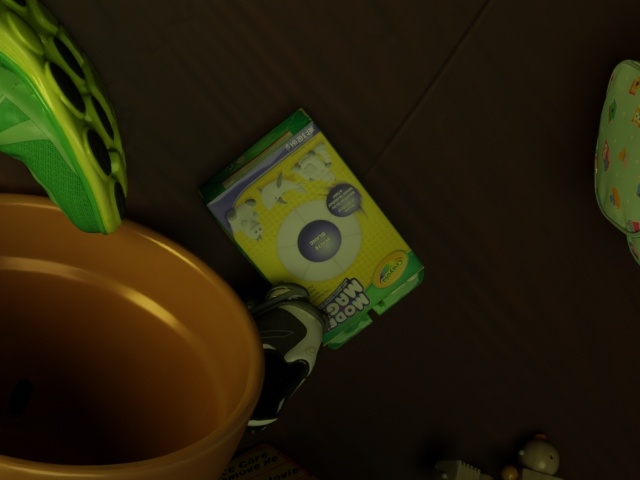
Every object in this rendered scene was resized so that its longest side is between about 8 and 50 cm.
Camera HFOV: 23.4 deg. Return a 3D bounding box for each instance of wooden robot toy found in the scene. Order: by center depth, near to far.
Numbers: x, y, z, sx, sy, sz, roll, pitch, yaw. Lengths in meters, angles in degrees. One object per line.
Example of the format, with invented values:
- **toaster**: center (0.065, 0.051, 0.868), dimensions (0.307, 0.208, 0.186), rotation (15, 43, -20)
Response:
- **wooden robot toy**: center (0.170, 0.202, 1.313), dimensions (0.173, 0.076, 0.079), rotation (19, 68, -22)

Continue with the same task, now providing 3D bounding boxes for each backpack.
- **backpack**: center (0.293, -0.052, 1.183), dimensions (0.144, 0.166, 0.188), rotation (-5, 108, -13)

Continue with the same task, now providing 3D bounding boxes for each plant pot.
- **plant pot**: center (-0.204, 0.130, 1.062), dimensions (0.290, 0.291, 0.204), rotation (8, 124, -19)

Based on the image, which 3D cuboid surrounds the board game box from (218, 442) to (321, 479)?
- **board game box**: center (-0.063, 0.428, 1.110), dimensions (0.356, 0.356, 0.357), rotation (-24, 117, -25)

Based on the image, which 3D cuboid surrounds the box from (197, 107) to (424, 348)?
- **box**: center (0.000, 0.000, 1.186), dimensions (0.105, 0.043, 0.179), rotation (-39, 117, 1)

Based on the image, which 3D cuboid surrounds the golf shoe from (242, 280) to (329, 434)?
- **golf shoe**: center (-0.078, 0.113, 1.162), dimensions (0.077, 0.094, 0.198), rotation (39, 115, -24)

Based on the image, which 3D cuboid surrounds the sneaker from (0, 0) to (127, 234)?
- **sneaker**: center (-0.240, -0.114, 1.052), dimensions (0.123, 0.109, 0.295), rotation (-32, 116, 18)
